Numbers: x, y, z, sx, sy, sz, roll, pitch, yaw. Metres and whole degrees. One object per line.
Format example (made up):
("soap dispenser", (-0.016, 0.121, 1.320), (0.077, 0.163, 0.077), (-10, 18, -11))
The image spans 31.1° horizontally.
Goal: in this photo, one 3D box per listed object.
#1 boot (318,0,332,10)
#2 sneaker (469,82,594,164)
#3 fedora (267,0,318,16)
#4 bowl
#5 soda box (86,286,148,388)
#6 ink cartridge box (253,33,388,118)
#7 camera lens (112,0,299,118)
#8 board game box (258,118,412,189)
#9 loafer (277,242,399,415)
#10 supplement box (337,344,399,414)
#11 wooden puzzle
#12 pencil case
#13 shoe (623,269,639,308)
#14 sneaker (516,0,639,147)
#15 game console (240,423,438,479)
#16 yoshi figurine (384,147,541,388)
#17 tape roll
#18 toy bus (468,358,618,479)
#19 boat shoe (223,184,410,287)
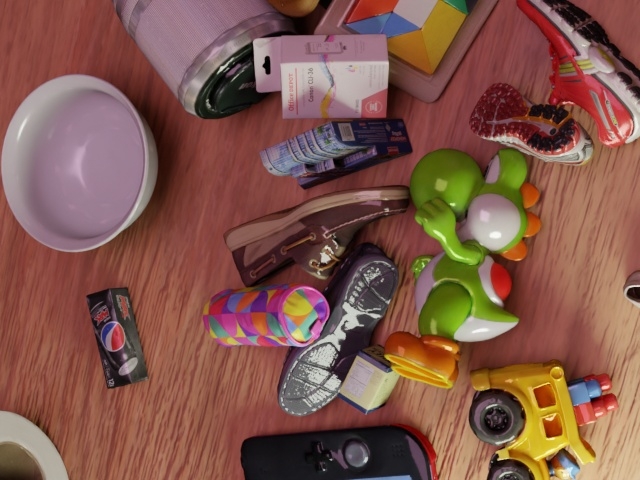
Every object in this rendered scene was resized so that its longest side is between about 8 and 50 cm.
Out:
("boot", (-0.006, -0.609, 1.779), (0.445, 0.146, 0.367), (48, 116, 19))
("sneaker", (0.301, -0.158, 1.664), (0.088, 0.093, 0.225), (-58, 40, 5))
("fedora", (-0.041, -0.429, 1.690), (0.194, 0.079, 0.194), (34, 139, 36))
("bowl", (-0.387, -0.129, 1.968), (0.298, 0.134, 0.298), (0, 90, 25))
("soda box", (-0.353, 0.168, 1.998), (0.053, 0.060, 0.169), (-17, 84, 23))
("ink cartridge box", (0.000, -0.242, 1.710), (0.198, 0.115, 0.067), (-1, 50, 1))
("camera lens", (-0.183, -0.347, 1.825), (0.219, 0.219, 0.274), (-43, 75, 19))
("board game box", (0.007, -0.130, 1.784), (0.194, 0.194, 0.060), (-20, 83, 38))
("loafer", (0.024, 0.139, 1.824), (0.109, 0.095, 0.302), (25, 107, -22))
("supplement box", (0.080, 0.215, 1.791), (0.056, 0.083, 0.083), (30, 104, 20))
("wooden puzzle", (0.139, -0.349, 1.714), (0.221, 0.044, 0.238), (27, 107, -17))
("pencil case", (-0.087, 0.120, 1.805), (0.236, 0.104, 0.104), (-7, 88, 55))
("shoe", (0.527, 0.096, 1.602), (0.219, 0.058, 0.076), (17, 98, 23))
("sneaker", (0.359, -0.249, 1.652), (0.118, 0.107, 0.279), (-47, 68, 32))
("game console", (0.043, 0.491, 1.828), (0.342, 0.060, 0.386), (-10, 86, 24))
("yoshi figurine", (0.176, 0.017, 1.680), (0.203, 0.203, 0.362), (8, 71, 53))
("tape roll", (-0.582, 0.441, 2.007), (0.169, 0.246, 0.246), (-32, 78, 22))
("toy bus", (0.330, 0.276, 1.662), (0.211, 0.149, 0.220), (-14, 87, 8))
("boat shoe", (0.000, 0.000, 1.799), (0.342, 0.123, 0.123), (-17, 85, 31))
